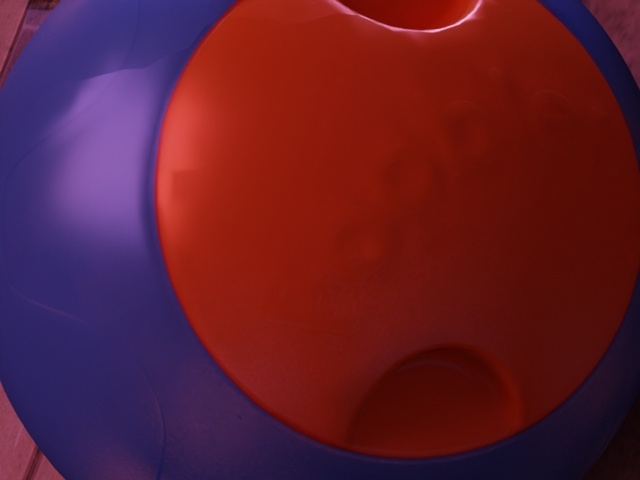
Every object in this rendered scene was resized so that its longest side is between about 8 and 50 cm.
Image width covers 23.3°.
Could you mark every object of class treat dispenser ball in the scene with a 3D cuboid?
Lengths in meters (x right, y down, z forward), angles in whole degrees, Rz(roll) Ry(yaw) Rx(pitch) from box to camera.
[{"bbox_3d":[0.000,0.000,0.649,0.288,0.288,0.288,-49,29,40],"label":"treat dispenser ball"}]
